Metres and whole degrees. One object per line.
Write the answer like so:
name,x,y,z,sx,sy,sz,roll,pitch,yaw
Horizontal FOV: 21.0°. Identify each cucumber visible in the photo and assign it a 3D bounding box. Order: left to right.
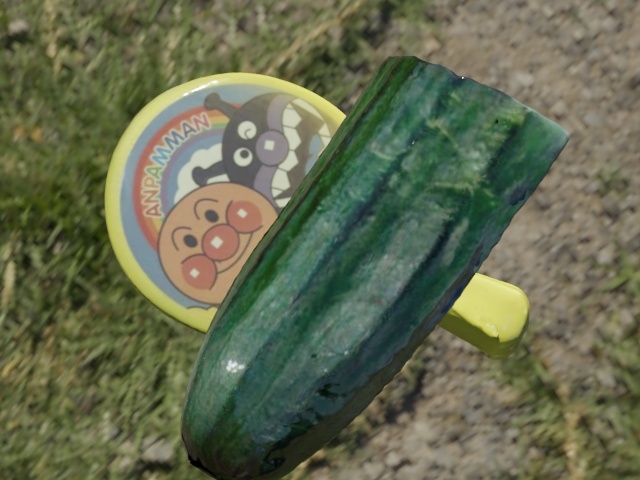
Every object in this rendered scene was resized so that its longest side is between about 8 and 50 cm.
cucumber,0.005,0.018,0.851,0.063,0.115,0.244,27,97,-47

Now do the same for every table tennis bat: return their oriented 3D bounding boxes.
table tennis bat,0.000,0.000,1.406,0.368,0.054,0.224,26,76,1
